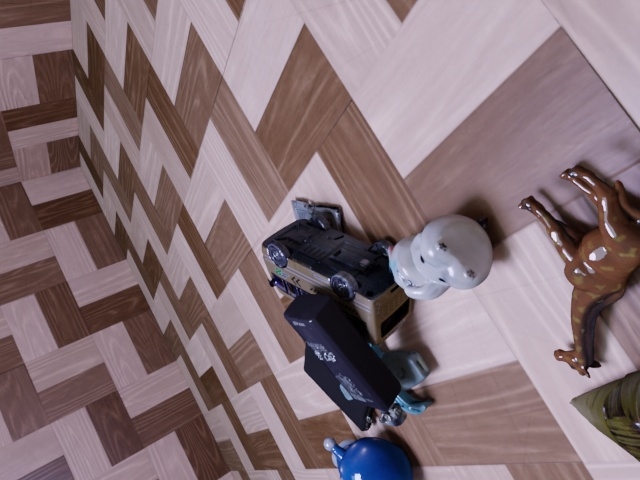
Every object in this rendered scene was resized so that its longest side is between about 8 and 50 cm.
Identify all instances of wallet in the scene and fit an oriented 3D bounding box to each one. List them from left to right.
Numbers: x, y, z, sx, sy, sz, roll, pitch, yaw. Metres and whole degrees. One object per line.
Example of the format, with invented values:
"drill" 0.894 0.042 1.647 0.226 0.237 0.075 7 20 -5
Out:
"wallet" 0.046 0.340 1.217 0.250 0.044 0.149 36 134 41

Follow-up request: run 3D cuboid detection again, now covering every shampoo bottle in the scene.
"shampoo bottle" 0.062 0.222 0.884 0.098 0.071 0.309 -9 126 51

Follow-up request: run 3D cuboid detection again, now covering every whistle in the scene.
"whistle" 0.123 0.273 1.009 0.186 0.093 0.274 59 145 6

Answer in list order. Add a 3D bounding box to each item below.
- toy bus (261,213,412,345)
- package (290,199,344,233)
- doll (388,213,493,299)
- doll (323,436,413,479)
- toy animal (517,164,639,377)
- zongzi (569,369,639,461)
"toy bus" 0.028 0.068 0.942 0.290 0.139 0.157 22 134 37
"package" 0.000 0.000 1.071 0.171 0.027 0.173 14 124 49
"doll" 0.171 0.029 0.745 0.110 0.107 0.181 45 148 -4
"doll" 0.102 0.535 1.151 0.215 0.161 0.257 33 156 1
"toy animal" 0.309 0.044 0.588 0.229 0.066 0.224 55 148 9
"zongzi" 0.427 0.239 0.501 0.274 0.145 0.300 47 162 19
